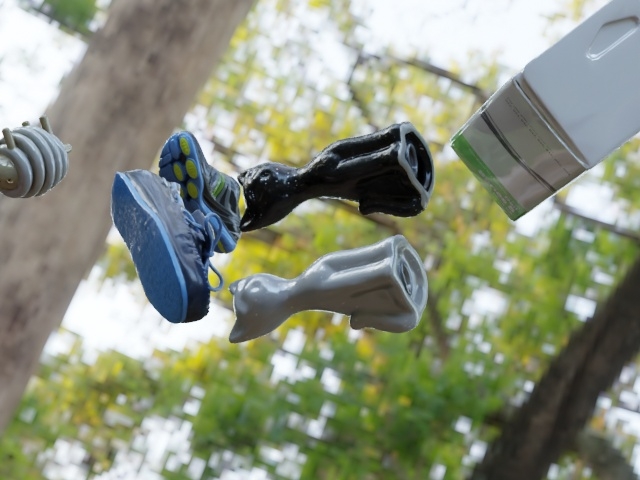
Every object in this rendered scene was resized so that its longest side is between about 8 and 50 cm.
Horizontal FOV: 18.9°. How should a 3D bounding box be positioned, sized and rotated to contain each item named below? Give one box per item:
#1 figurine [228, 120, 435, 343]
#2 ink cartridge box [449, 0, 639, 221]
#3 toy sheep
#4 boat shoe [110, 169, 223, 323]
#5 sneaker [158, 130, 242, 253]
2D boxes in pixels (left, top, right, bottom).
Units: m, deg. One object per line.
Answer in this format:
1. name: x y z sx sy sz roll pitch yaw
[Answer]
1. figurine: 0.000 0.000 1.906 0.209 0.215 0.092 -10 -33 25
2. ink cartridge box: 0.257 -0.139 1.847 0.115 0.198 0.273 52 -12 2
3. toy sheep: -0.333 -0.093 2.193 0.091 0.132 0.091 19 -61 37
4. boat shoe: -0.148 -0.008 2.010 0.089 0.258 0.109 0 -54 -22
5. sneaker: -0.149 -0.068 2.463 0.067 0.078 0.188 1 -46 33
